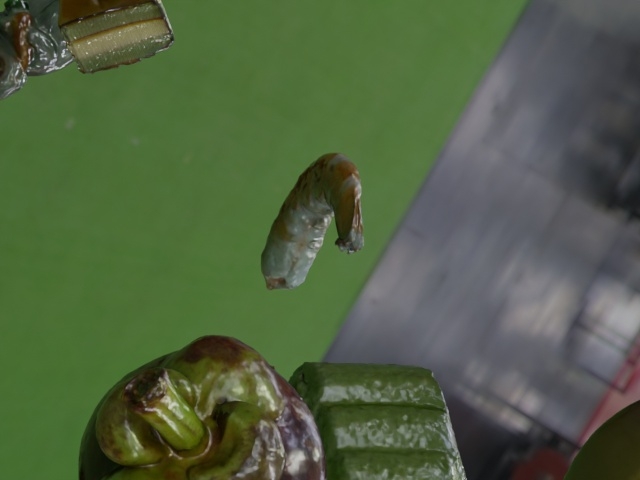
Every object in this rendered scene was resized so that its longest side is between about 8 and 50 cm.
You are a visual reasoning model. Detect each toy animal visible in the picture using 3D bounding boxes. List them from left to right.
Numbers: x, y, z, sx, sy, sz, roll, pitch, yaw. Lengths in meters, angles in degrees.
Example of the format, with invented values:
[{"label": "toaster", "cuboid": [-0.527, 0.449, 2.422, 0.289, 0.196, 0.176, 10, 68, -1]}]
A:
[{"label": "toy animal", "cuboid": [-0.372, -0.218, 2.298, 0.236, 0.108, 0.138, -54, 146, -17]}]

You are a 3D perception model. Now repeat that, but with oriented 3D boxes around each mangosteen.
[{"label": "mangosteen", "cuboid": [-0.062, 0.126, 1.102, 0.181, 0.145, 0.156, 122, -28, -58]}]

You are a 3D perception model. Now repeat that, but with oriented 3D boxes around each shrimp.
[{"label": "shrimp", "cuboid": [0.000, 0.000, 1.779, 0.161, 0.049, 0.166, -66, -154, 16]}]

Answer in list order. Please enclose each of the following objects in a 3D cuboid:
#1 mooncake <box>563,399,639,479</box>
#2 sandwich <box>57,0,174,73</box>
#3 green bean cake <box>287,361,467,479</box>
[{"label": "mooncake", "cuboid": [0.342, 0.257, 1.873, 0.234, 0.117, 0.235, -16, 138, -15]}, {"label": "sandwich", "cuboid": [-0.217, -0.269, 2.052, 0.079, 0.113, 0.163, 70, 11, -45]}, {"label": "green bean cake", "cuboid": [0.027, 0.231, 1.326, 0.124, 0.248, 0.222, 2, 132, -21]}]
